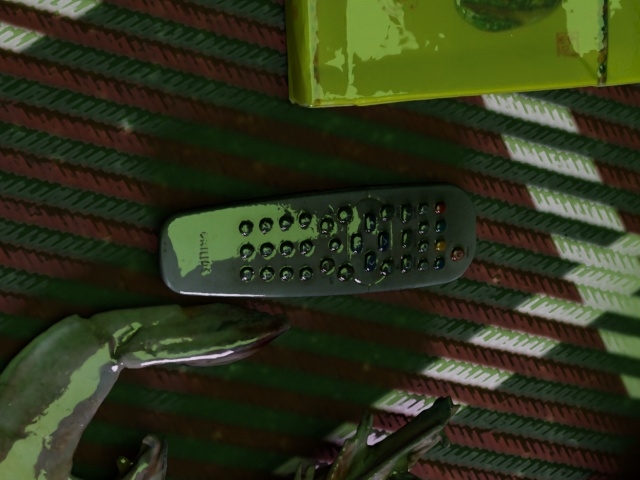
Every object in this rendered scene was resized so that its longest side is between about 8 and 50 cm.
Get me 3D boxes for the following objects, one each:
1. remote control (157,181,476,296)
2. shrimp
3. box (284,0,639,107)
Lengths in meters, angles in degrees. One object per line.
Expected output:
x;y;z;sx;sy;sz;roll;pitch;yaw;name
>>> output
0.000;0.000;0.998;0.222;0.042;0.072;-4;101;-20;remote control
-0.077;0.150;0.987;0.360;0.085;0.247;-17;98;-12;shrimp
0.138;-0.192;1.008;0.335;0.047;0.187;-6;102;-19;box
